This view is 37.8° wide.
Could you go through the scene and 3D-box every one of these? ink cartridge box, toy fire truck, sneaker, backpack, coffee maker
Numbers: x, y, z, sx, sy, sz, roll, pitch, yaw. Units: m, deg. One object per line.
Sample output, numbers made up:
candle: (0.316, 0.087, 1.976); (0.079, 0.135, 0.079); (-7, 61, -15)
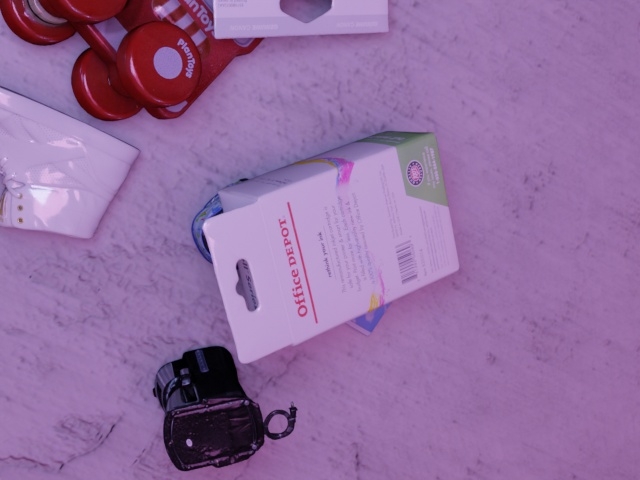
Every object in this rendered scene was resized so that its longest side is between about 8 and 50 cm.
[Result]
ink cartridge box: (-0.032, -0.384, 1.192); (0.275, 0.060, 0.238); (-10, 108, -32)
toy fire truck: (-0.224, -0.305, 1.150); (0.302, 0.169, 0.254); (50, 61, -25)
sneaker: (-0.394, -0.102, 1.176); (0.293, 0.108, 0.169); (25, 93, -22)
backpack: (-0.118, -0.018, 1.286); (0.114, 0.084, 0.105); (-38, 117, -17)
coffee maker: (-0.140, 0.231, 1.296); (0.171, 0.178, 0.120); (12, 103, -16)
ink cartridge box: (0.000, 0.000, 1.237); (0.354, 0.119, 0.207); (-21, 109, -27)

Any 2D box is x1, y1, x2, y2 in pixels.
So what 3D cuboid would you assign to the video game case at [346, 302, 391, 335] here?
video game case: (0.040, 0.012, 1.374); (0.212, 0.023, 0.193); (32, 94, -21)
